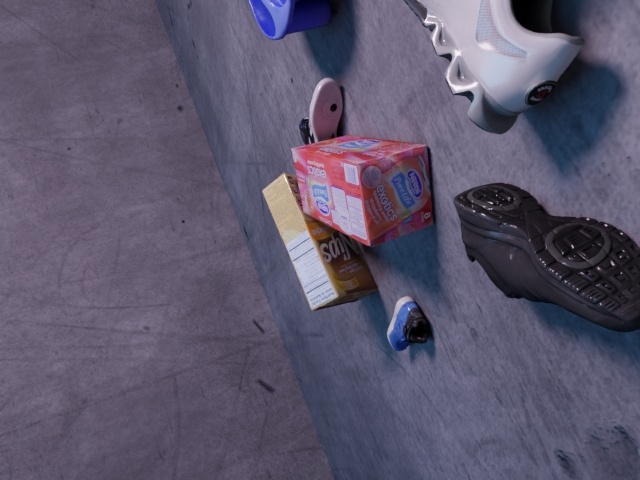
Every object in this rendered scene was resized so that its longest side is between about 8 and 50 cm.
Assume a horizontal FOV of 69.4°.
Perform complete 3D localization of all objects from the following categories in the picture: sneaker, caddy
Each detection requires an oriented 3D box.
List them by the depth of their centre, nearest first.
[{"bbox_3d":[0.184,-0.300,0.533,0.146,0.122,0.330,-45,65,50],"label":"sneaker"},{"bbox_3d":[0.277,0.028,0.578,0.286,0.109,0.130,-123,17,-57],"label":"sneaker"},{"bbox_3d":[-0.089,-0.566,0.895,0.341,0.179,0.241,70,159,7],"label":"caddy"},{"bbox_3d":[0.188,0.201,0.982,0.084,0.058,0.152,-119,28,-50],"label":"sneaker"},{"bbox_3d":[-0.011,-0.282,1.067,0.121,0.079,0.216,51,153,41],"label":"sneaker"}]

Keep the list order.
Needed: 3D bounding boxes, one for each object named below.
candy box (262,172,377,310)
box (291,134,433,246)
[{"bbox_3d":[0.000,0.000,1.112,0.087,0.183,0.316,-34,71,31],"label":"candy box"},{"bbox_3d":[0.071,-0.111,0.907,0.300,0.142,0.154,30,134,61],"label":"box"}]
